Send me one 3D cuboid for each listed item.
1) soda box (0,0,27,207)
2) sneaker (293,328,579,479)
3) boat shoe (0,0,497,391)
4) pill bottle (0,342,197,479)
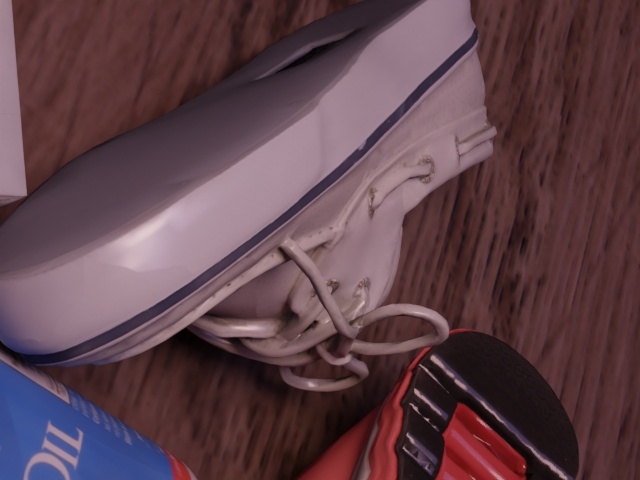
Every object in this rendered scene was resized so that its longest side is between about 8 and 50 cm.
[{"bbox_3d":[-0.175,-0.115,0.648,0.069,0.074,0.216,1,79,-39],"label":"soda box"},{"bbox_3d":[0.003,0.173,0.674,0.116,0.136,0.314,45,45,0],"label":"sneaker"},{"bbox_3d":[-0.007,0.001,0.708,0.367,0.135,0.156,-44,117,-58],"label":"boat shoe"},{"bbox_3d":[-0.160,0.084,0.577,0.221,0.124,0.124,36,58,-27],"label":"pill bottle"}]
